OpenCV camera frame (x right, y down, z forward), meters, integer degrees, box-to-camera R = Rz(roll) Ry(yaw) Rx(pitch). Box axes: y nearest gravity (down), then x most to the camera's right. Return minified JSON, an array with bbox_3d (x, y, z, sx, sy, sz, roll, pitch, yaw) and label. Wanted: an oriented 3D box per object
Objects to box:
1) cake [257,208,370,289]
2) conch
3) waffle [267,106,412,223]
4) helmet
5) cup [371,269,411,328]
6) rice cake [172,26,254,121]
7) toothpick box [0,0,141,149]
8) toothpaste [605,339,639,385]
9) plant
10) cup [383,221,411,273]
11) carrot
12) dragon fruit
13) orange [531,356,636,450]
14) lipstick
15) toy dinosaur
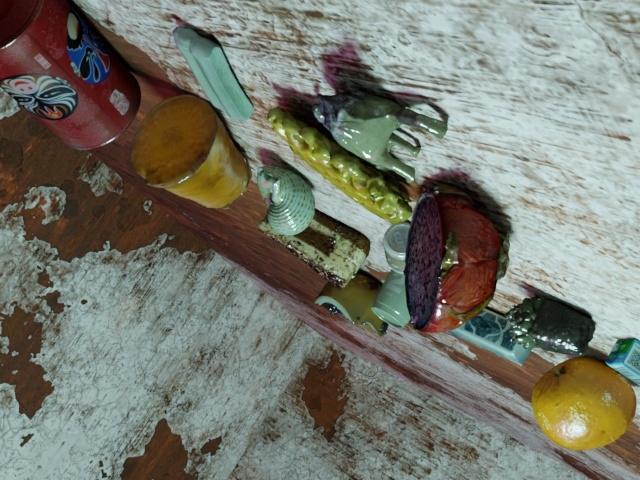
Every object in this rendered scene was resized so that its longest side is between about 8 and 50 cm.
[{"bbox_3d":[-0.007,-0.007,1.840,0.246,0.112,0.135,38,166,-5],"label":"cake"},{"bbox_3d":[-0.069,-0.087,1.681,0.135,0.102,0.153,39,142,39],"label":"conch"},{"bbox_3d":[0.032,-0.113,1.326,0.291,0.051,0.291,36,179,1],"label":"waffle"},{"bbox_3d":[0.103,0.156,2.188,0.198,0.130,0.224,27,178,40],"label":"helmet"},{"bbox_3d":[0.171,0.103,1.717,0.120,0.141,0.120,34,169,8],"label":"cup"},{"bbox_3d":[-0.171,-0.263,1.352,0.080,0.042,0.221,28,169,18],"label":"rice cake"},{"bbox_3d":[-0.507,-0.337,1.579,0.204,0.204,0.333,28,168,27],"label":"toothpick box"},{"bbox_3d":[0.599,0.253,1.372,0.267,0.050,0.065,33,169,1],"label":"toothpaste"},{"bbox_3d":[0.385,0.145,1.420,0.143,0.092,0.094,13,166,40],"label":"plant"},{"bbox_3d":[0.164,0.020,1.537,0.102,0.074,0.099,30,169,17],"label":"cup"},{"bbox_3d":[-0.238,-0.154,1.686,0.196,0.196,0.254,28,174,26],"label":"carrot"},{"bbox_3d":[0.216,0.031,1.235,0.148,0.218,0.223,5,131,-7],"label":"dragon fruit"},{"bbox_3d":[0.490,0.303,1.580,0.161,0.193,0.193,59,168,-1],"label":"orange"},{"bbox_3d":[0.313,0.171,1.771,0.290,0.077,0.076,23,165,37],"label":"lipstick"},{"bbox_3d":[0.061,-0.143,1.110,0.162,0.077,0.294,27,172,-5],"label":"toy dinosaur"}]
